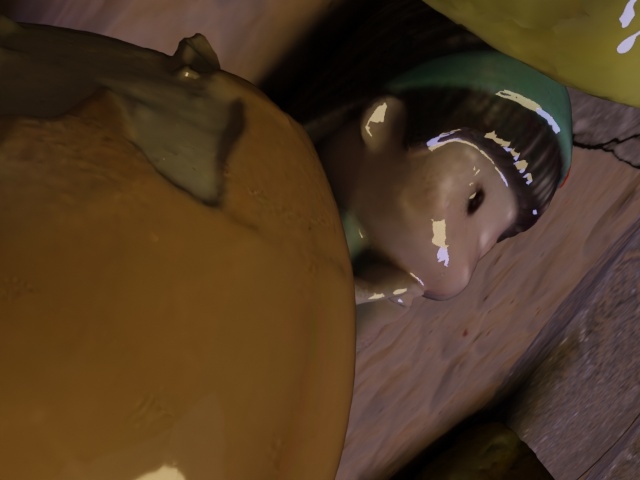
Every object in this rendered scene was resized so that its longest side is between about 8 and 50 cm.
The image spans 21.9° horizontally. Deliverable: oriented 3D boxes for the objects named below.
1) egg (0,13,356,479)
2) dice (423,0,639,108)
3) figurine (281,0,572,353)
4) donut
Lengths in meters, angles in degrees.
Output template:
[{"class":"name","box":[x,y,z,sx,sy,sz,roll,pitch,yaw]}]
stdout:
[{"class":"egg","box":[-0.096,0.056,0.453,0.201,0.201,0.244,12,91,-65]},{"class":"dice","box":[0.087,-0.148,0.476,0.169,0.169,0.166,-8,137,-57]},{"class":"figurine","box":[0.000,0.000,0.686,0.245,0.110,0.138,-39,167,-8]},{"class":"donut","box":[0.104,0.268,1.317,0.208,0.128,0.261,-38,156,-15]}]
